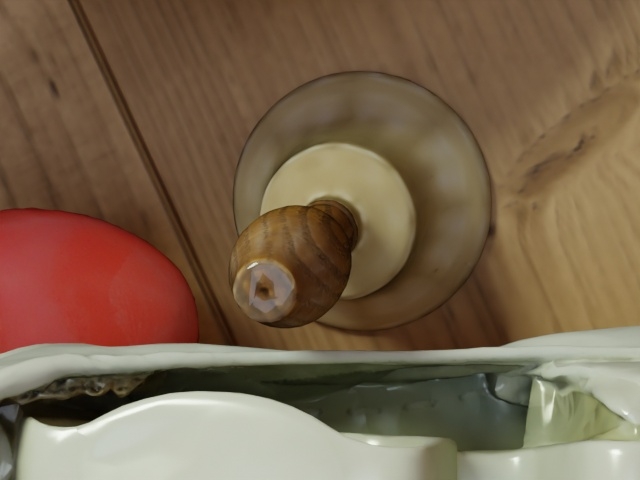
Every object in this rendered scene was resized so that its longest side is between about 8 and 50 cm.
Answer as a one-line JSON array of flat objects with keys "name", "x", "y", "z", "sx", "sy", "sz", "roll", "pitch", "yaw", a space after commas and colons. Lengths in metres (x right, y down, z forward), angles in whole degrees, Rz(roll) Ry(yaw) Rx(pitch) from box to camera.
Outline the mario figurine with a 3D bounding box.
[{"name": "mario figurine", "x": -0.196, "y": 0.069, "z": 0.625, "sx": 0.320, "sy": 0.170, "sz": 0.198, "roll": -15, "pitch": 132, "yaw": 21}]

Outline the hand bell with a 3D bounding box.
[{"name": "hand bell", "x": 0.000, "y": 0.000, "z": 0.499, "sx": 0.126, "sy": 0.242, "sz": 0.126, "roll": 1, "pitch": 99, "yaw": 9}]

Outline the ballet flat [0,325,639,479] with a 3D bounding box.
[{"name": "ballet flat", "x": 0.052, "y": 0.091, "z": 0.447, "sx": 0.400, "sy": 0.139, "sz": 0.139, "roll": 2, "pitch": 99, "yaw": -4}]
